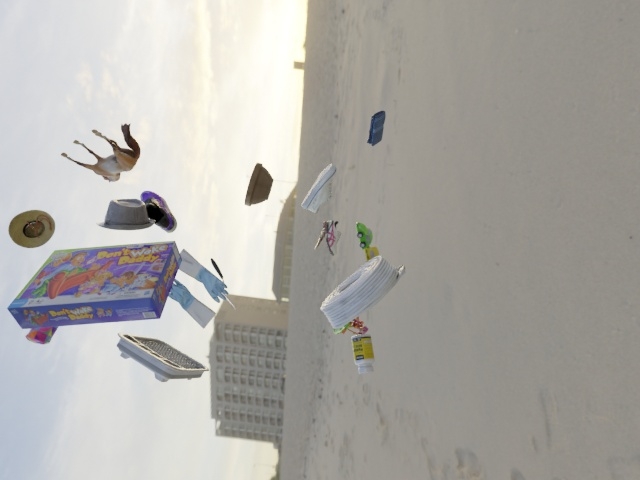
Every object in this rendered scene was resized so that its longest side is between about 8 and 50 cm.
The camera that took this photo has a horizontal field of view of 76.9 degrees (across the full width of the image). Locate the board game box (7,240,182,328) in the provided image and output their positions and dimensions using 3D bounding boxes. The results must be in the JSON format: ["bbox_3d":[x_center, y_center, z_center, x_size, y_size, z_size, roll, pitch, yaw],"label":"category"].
[{"bbox_3d":[-0.576,0.111,1.071,0.233,0.348,0.078,-95,0,-54],"label":"board game box"}]

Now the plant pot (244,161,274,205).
[{"bbox_3d":[-0.312,-0.281,2.105,0.237,0.110,0.237,-163,90,-85],"label":"plant pot"}]

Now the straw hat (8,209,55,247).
[{"bbox_3d":[-1.024,-0.039,1.448,0.061,0.145,0.144,165,114,-70],"label":"straw hat"}]

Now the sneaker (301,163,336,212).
[{"bbox_3d":[0.013,-0.222,1.754,0.258,0.091,0.094,-51,16,42],"label":"sneaker"}]

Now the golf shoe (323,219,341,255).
[{"bbox_3d":[0.066,-0.016,2.035,0.067,0.086,0.185,62,-162,-74],"label":"golf shoe"}]

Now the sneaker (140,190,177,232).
[{"bbox_3d":[-0.865,-0.173,2.092,0.102,0.293,0.146,-44,-20,1],"label":"sneaker"}]

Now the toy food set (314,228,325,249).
[{"bbox_3d":[0.000,0.000,1.962,0.122,0.019,0.078,-67,5,-29],"label":"toy food set"}]

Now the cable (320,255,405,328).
[{"bbox_3d":[0.116,0.153,1.208,0.257,0.089,0.257,-39,0,35],"label":"cable"}]

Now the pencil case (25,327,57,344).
[{"bbox_3d":[-1.218,0.354,1.825,0.104,0.105,0.236,96,-170,-57],"label":"pencil case"}]

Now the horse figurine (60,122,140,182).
[{"bbox_3d":[-0.617,-0.245,1.183,0.174,0.264,0.066,41,-139,-46],"label":"horse figurine"}]

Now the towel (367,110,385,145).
[{"bbox_3d":[0.203,-0.406,1.457,0.067,0.029,0.119,-36,-34,-30],"label":"towel"}]

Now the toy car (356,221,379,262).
[{"bbox_3d":[0.174,0.033,1.437,0.239,0.053,0.224,-84,-21,-58],"label":"toy car"}]

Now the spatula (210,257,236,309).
[{"bbox_3d":[-0.453,0.194,1.855,0.084,0.031,0.296,82,161,-57],"label":"spatula"}]

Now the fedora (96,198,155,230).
[{"bbox_3d":[-0.902,-0.129,1.867,0.276,0.244,0.124,18,109,48],"label":"fedora"}]

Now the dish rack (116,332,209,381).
[{"bbox_3d":[-0.600,0.454,1.529,0.072,0.286,0.333,-63,-14,-12],"label":"dish rack"}]

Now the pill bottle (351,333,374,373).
[{"bbox_3d":[0.137,0.360,1.279,0.065,0.065,0.116,95,168,-68],"label":"pill bottle"}]

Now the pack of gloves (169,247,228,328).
[{"bbox_3d":[-0.442,0.169,1.439,0.195,0.232,0.046,-51,-4,19],"label":"pack of gloves"}]

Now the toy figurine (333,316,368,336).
[{"bbox_3d":[0.184,0.458,2.091,0.173,0.159,0.130,-49,13,9],"label":"toy figurine"}]
